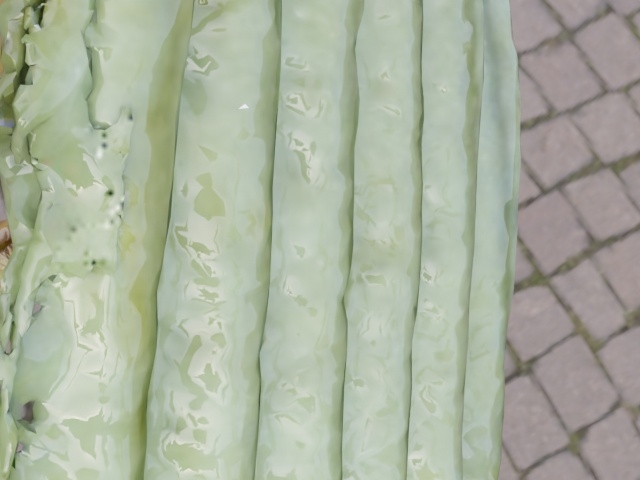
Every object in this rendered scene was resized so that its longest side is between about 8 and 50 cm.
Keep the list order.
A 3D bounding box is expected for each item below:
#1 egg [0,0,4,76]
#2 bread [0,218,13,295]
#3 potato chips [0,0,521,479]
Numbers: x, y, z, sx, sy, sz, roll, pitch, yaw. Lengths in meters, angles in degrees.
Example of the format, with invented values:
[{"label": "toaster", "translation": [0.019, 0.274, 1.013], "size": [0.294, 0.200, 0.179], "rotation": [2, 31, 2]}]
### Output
[{"label": "egg", "translation": [-0.107, -0.173, 0.612], "size": [0.250, 0.322, 0.250], "rotation": [4, 75, -16]}, {"label": "bread", "translation": [-0.206, 0.025, 0.841], "size": [0.046, 0.083, 0.081], "rotation": [47, 68, -1]}, {"label": "potato chips", "translation": [0.000, 0.000, 0.517], "size": [0.358, 0.070, 0.429], "rotation": [-14, 109, -63]}]
